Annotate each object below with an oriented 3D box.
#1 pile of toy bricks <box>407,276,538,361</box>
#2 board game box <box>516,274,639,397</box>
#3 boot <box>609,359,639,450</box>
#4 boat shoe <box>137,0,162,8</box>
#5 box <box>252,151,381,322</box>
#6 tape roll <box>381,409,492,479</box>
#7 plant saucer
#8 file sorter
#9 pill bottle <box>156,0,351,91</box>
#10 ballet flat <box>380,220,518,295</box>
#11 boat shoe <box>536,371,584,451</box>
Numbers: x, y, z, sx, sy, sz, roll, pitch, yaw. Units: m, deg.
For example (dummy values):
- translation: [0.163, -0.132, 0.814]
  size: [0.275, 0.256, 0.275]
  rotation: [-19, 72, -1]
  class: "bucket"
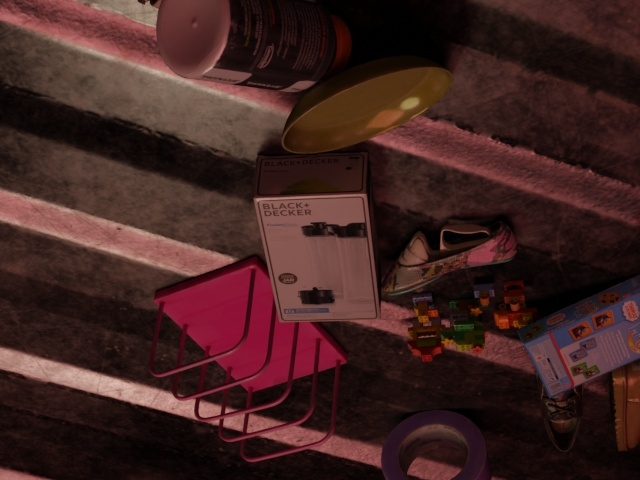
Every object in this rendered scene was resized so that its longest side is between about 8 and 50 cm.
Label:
- translation: [0.239, 0.138, 2.073]
  size: [0.212, 0.105, 0.118]
  rotation: [-6, 137, 11]
  class: "pile of toy bricks"
- translation: [0.439, 0.157, 2.087]
  size: [0.211, 0.039, 0.160]
  rotation: [-24, 133, 8]
  class: "board game box"
- translation: [0.630, 0.270, 2.203]
  size: [0.269, 0.089, 0.236]
  rotation: [-5, 138, 9]
  class: "boot"
- translation: [-0.165, -0.398, 1.504]
  size: [0.097, 0.116, 0.324]
  rotation: [18, 142, -19]
  class: "boat shoe"
- translation: [0.000, 0.000, 1.953]
  size: [0.169, 0.087, 0.290]
  rotation: [-1, 138, 6]
  class: "box"
- translation: [0.206, 0.400, 2.309]
  size: [0.189, 0.189, 0.080]
  rotation: [-6, 137, 11]
  class: "tape roll"
- translation: [0.056, -0.183, 1.705]
  size: [0.241, 0.037, 0.241]
  rotation: [-20, 167, -5]
  class: "plant saucer"
- translation: [-0.118, 0.207, 2.124]
  size: [0.202, 0.182, 0.290]
  rotation: [-19, 133, 25]
  class: "file sorter"
- translation: [-0.070, -0.250, 1.594]
  size: [0.246, 0.130, 0.130]
  rotation: [1, 151, -48]
  class: "pill bottle"
- translation: [0.187, 0.016, 1.977]
  size: [0.221, 0.077, 0.079]
  rotation: [-17, 116, 16]
  class: "ballet flat"
- translation: [0.419, 0.285, 2.246]
  size: [0.080, 0.073, 0.223]
  rotation: [-5, 138, 11]
  class: "boat shoe"
